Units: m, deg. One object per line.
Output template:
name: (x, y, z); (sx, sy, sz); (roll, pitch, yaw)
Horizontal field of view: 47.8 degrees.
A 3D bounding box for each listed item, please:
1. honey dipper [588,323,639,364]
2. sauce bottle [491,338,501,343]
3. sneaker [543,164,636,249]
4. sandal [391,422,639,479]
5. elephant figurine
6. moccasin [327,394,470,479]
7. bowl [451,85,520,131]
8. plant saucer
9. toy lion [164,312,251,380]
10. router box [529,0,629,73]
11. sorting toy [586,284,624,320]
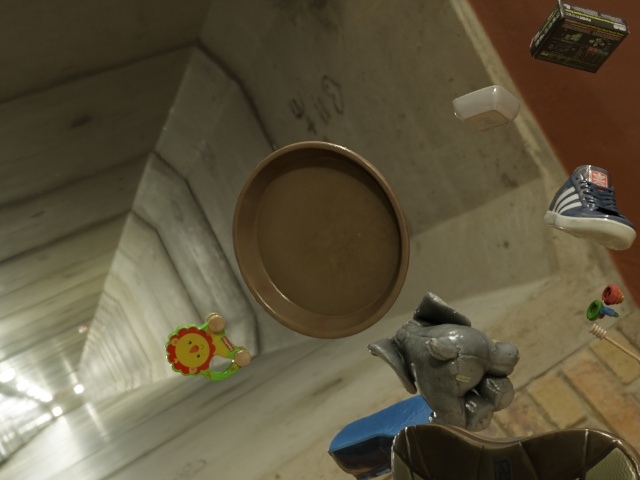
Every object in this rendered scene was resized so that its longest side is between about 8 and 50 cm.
honey dipper: (0.777, 0.274, 1.888); (0.160, 0.030, 0.030); (35, -28, 10)
sauce bottle: (0.432, 0.265, 1.752); (0.042, 0.042, 0.128); (65, -11, -6)
sneaker: (0.542, -0.076, 1.444); (0.131, 0.148, 0.350); (22, 6, -3)
sandal: (0.133, 0.168, 0.506); (0.219, 0.060, 0.090); (-26, -121, 47)
elephant figurine: (0.154, 0.165, 1.056); (0.239, 0.169, 0.186); (35, -53, 55)
moccasin: (0.162, 0.367, 1.329); (0.117, 0.138, 0.342); (54, -42, -5)
bowl: (0.410, -0.317, 1.789); (0.142, 0.142, 0.053); (-14, -113, 38)
plant saucer: (0.000, 0.000, 1.015); (0.278, 0.041, 0.278); (6, -78, 28)
toy lion: (-0.160, 0.154, 1.000); (0.100, 0.096, 0.034); (55, -11, -14)
router box: (0.411, -0.323, 1.155); (0.092, 0.122, 0.038); (120, -25, -55)
sorting toy: (0.634, 0.146, 1.592); (0.061, 0.042, 0.102); (-78, -166, -56)
